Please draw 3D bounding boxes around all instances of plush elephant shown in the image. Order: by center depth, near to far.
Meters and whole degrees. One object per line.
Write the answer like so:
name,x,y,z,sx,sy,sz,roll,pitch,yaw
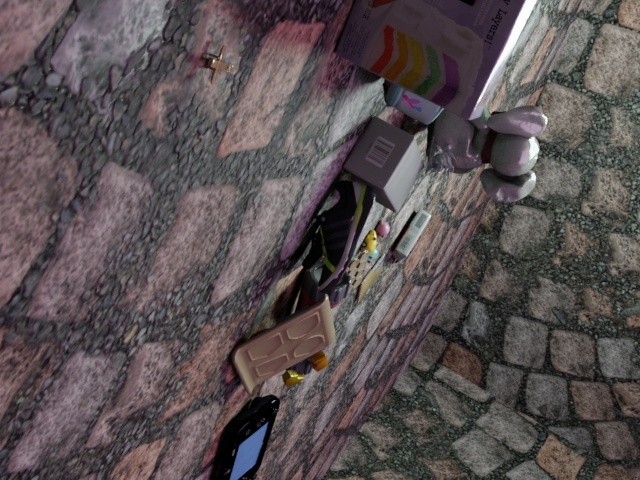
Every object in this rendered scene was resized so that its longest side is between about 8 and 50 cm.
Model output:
plush elephant,0.376,-0.237,2.051,0.271,0.256,0.330,102,1,-46

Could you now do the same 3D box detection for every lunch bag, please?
lunch bag,0.198,-0.350,1.610,0.224,0.108,0.279,-90,-156,-64

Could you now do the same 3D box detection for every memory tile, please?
memory tile,0.072,0.089,2.270,0.113,0.012,0.148,-37,155,-30

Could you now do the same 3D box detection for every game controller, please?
game controller,-0.178,0.490,2.147,0.166,0.067,0.319,-44,158,-46

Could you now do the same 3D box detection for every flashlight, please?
flashlight,-0.013,0.175,2.016,0.103,0.103,0.304,-39,154,-42

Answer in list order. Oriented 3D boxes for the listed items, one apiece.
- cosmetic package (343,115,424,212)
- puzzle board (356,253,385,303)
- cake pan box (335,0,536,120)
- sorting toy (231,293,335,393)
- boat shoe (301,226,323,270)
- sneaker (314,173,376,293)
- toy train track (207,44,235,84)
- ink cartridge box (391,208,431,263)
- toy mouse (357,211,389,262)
cosmetic package,0.135,-0.151,1.890,0.127,0.107,0.238,-59,168,-5
puzzle board,0.137,0.105,2.554,0.128,0.011,0.096,-51,161,-34
cake pan box,0.180,-0.349,1.374,0.070,0.246,0.266,-30,148,-63
sorting toy,-0.070,0.231,1.923,0.229,0.041,0.307,-31,153,-11
boat shoe,-0.001,0.000,1.847,0.133,0.042,0.049,-56,-160,-7
sneaker,0.027,-0.015,1.803,0.084,0.097,0.234,114,-2,-87
toy train track,-0.121,-0.210,1.104,0.083,0.014,0.048,-19,131,-76
ink cartridge box,0.254,-0.011,2.698,0.145,0.045,0.179,-58,-177,-11
toy mouse,0.141,0.005,2.335,0.161,0.031,0.143,-60,165,1
